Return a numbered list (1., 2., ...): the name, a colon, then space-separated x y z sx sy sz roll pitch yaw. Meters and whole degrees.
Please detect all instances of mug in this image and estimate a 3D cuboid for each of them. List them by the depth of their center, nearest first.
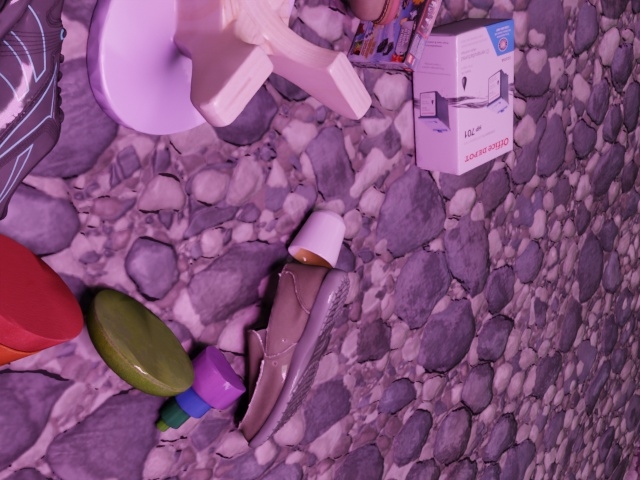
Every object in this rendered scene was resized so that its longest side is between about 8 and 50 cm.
1. mug: -0.002 -0.002 0.864 0.062 0.078 0.064 30 70 -14

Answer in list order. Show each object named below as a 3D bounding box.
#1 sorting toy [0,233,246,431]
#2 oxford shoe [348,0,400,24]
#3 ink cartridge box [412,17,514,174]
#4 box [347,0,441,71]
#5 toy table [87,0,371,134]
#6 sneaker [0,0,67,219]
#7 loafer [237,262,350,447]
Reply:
1. sorting toy: -0.221 0.123 0.656 0.126 0.127 0.365 -43 142 5
2. oxford shoe: 0.011 -0.391 0.719 0.130 0.123 0.348 -18 120 -11
3. ink cartridge box: 0.202 -0.204 0.973 0.140 0.082 0.190 -27 120 -37
4. box: 0.095 -0.272 0.832 0.027 0.094 0.137 22 88 -46
5. toy table: -0.070 -0.209 0.640 0.252 0.161 0.274 35 77 -46
6. sneaker: -0.253 -0.132 0.545 0.267 0.101 0.106 -63 150 0
7. loafer: -0.047 0.135 0.849 0.251 0.087 0.094 -66 164 10
